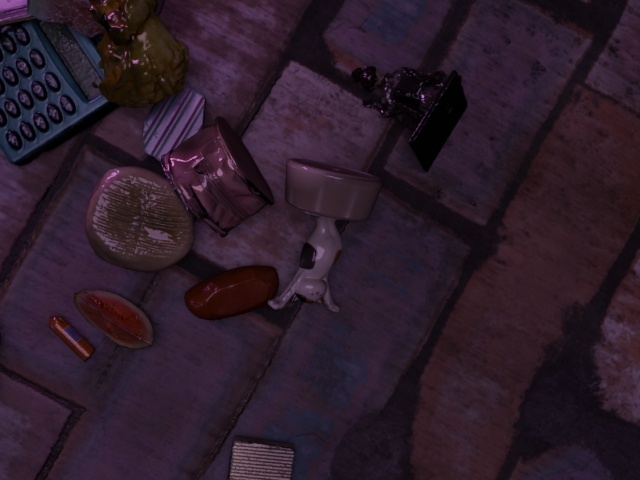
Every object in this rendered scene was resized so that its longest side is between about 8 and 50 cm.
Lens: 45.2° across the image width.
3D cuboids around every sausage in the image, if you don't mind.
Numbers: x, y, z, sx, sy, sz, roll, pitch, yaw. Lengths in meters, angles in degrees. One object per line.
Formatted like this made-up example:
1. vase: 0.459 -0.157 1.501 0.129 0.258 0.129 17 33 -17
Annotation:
1. sausage: -0.156 0.095 1.395 0.179 0.089 0.089 -18 91 -12
2. sausage: -0.458 0.175 1.405 0.031 0.031 0.107 -44 91 -2

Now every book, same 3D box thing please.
1. book: -0.559 -0.465 1.373 0.127 0.014 0.182 -12 71 1

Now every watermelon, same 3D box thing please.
1. watermelon: -0.365 0.135 1.394 0.163 0.087 0.069 35 57 -4
2. watermelon: -0.393 -0.417 1.360 0.241 0.154 0.094 26 120 -26

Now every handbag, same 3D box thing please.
1. handbag: -0.175 -0.109 1.342 0.116 0.205 0.179 -31 61 8

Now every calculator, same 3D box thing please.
1. calculator: -0.516 -0.297 1.388 0.274 0.058 0.248 -33 91 -1

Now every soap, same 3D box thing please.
1. soap: -0.264 -0.208 1.402 0.100 0.056 0.149 30 88 0

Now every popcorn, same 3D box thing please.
1. popcorn: -0.315 -0.328 1.301 0.173 0.168 0.195 -39 123 -29

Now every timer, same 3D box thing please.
1. timer: 0.000 0.000 1.379 0.175 0.175 0.266 11 100 -3

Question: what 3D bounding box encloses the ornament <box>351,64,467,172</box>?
1. ornament: 0.148 -0.261 1.419 0.196 0.153 0.166 32 87 21

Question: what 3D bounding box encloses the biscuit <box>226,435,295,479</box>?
1. biscuit: -0.117 0.469 1.419 0.121 0.040 0.199 9 91 -5

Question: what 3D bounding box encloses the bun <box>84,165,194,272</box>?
1. bun: -0.318 -0.036 1.368 0.193 0.128 0.178 16 89 -14
